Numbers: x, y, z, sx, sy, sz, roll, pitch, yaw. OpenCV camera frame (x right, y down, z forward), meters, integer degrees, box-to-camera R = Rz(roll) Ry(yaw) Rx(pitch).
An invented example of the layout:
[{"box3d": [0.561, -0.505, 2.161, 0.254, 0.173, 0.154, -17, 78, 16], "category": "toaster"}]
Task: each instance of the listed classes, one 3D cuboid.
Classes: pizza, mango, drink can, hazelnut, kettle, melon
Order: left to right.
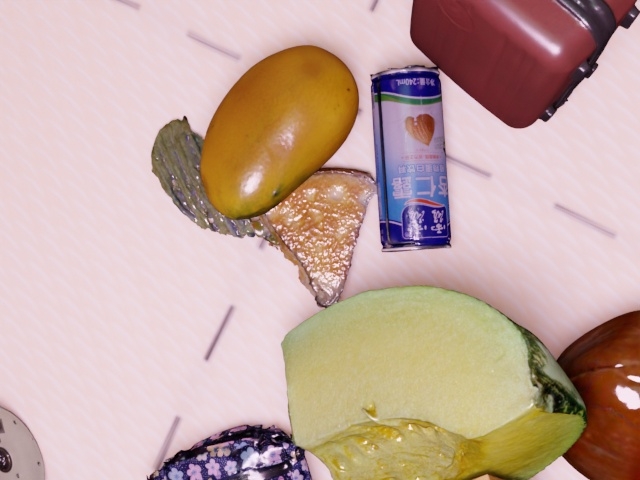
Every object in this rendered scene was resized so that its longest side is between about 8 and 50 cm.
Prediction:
[{"box3d": [-0.541, 0.327, 1.235, 0.243, 0.160, 0.210, -27, 67, 14], "category": "kettle"}, {"box3d": [-0.063, -0.144, 1.144, 0.254, 0.175, 0.139, -46, 127, -9], "category": "mango"}, {"box3d": [0.000, 0.000, 1.191, 0.185, 0.052, 0.195, -9, 83, 3], "category": "pizza"}, {"box3d": [0.118, -0.104, 1.152, 0.097, 0.097, 0.235, -4, 88, 9], "category": "drink can"}, {"box3d": [0.141, 0.201, 1.026, 0.344, 0.226, 0.331, -27, 94, 30], "category": "melon"}, {"box3d": [0.372, 0.198, 1.050, 0.230, 0.229, 0.229, 0, 89, 9], "category": "hazelnut"}]

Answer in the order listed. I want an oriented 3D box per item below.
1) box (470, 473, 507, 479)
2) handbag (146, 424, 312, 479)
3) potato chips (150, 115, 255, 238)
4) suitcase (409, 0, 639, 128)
[{"box3d": [0.138, 0.356, 1.051, 0.237, 0.152, 0.070, -27, 57, 26], "category": "box"}, {"box3d": [-0.106, 0.355, 1.165, 0.229, 0.127, 0.207, -19, 80, 9], "category": "handbag"}, {"box3d": [-0.170, -0.075, 1.232, 0.092, 0.028, 0.207, -33, 83, 8], "category": "potato chips"}, {"box3d": [0.228, -0.273, 1.036, 0.236, 0.297, 0.161, 43, 87, 7], "category": "suitcase"}]
